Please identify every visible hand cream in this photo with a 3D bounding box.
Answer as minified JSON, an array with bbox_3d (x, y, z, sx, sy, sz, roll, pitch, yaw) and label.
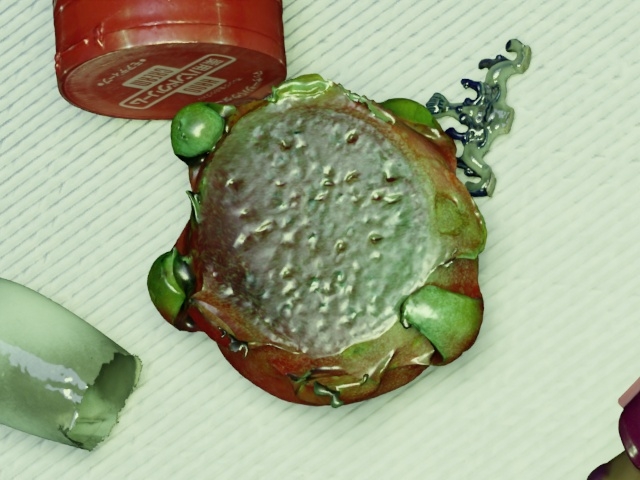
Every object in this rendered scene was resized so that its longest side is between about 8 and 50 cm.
[{"bbox_3d":[-0.123,-0.182,1.609,0.193,0.193,0.125,-7,77,10],"label":"hand cream"}]

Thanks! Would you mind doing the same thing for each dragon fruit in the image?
[{"bbox_3d":[0.000,0.000,1.567,0.268,0.130,0.295,-42,73,2],"label":"dragon fruit"}]

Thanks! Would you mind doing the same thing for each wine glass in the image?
[{"bbox_3d":[-0.255,0.090,1.610,0.204,0.111,0.111,26,83,18],"label":"wine glass"}]

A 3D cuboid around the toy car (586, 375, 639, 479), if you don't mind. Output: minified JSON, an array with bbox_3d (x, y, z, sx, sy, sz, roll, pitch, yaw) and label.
[{"bbox_3d":[0.305,0.265,1.399,0.240,0.271,0.340,-49,68,19],"label":"toy car"}]

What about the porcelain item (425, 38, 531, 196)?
[{"bbox_3d":[0.121,-0.105,1.627,0.075,0.021,0.136,13,79,19],"label":"porcelain item"}]
